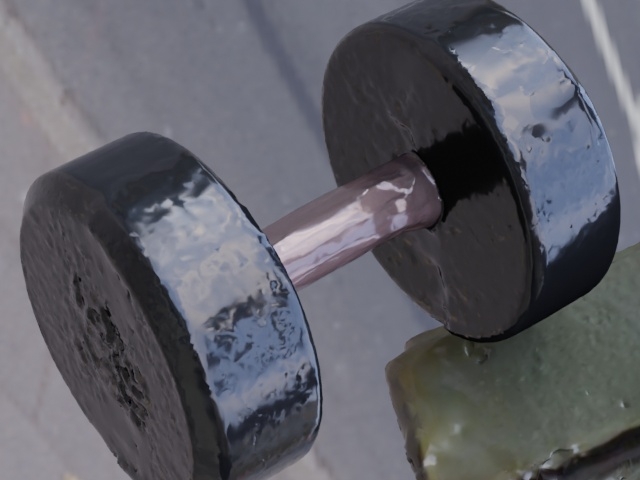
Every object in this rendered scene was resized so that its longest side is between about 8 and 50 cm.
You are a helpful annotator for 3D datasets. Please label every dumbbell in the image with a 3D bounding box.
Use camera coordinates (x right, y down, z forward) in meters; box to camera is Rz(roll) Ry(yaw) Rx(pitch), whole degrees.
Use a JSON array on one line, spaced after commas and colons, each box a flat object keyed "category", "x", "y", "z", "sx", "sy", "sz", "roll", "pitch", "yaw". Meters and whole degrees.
[{"category": "dumbbell", "x": 0.000, "y": 0.000, "z": 0.762, "sx": 0.218, "sy": 0.152, "sz": 0.152, "roll": -27, "pitch": 110, "yaw": -27}]

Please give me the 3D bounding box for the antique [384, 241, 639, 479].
[{"category": "antique", "x": 0.190, "y": 0.063, "z": 0.840, "sx": 0.150, "sy": 0.284, "sz": 0.125, "roll": 47, "pitch": 20, "yaw": -44}]
